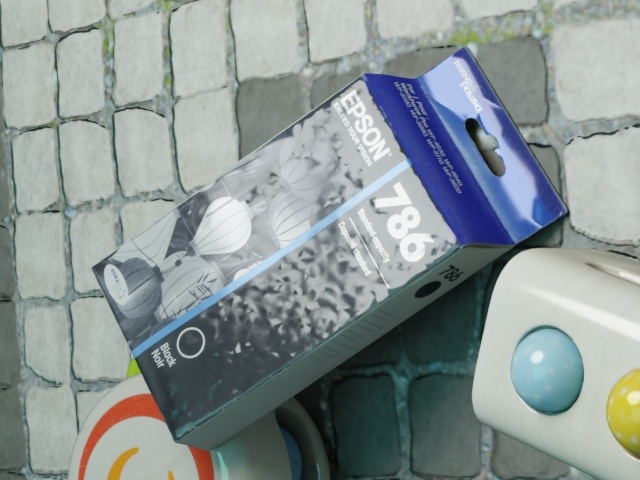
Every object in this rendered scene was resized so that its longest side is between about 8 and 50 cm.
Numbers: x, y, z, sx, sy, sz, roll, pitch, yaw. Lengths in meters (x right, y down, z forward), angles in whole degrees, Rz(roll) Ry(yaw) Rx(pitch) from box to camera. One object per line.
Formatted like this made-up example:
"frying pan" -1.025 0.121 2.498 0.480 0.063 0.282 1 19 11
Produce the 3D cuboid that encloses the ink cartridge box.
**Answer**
"ink cartridge box" 0.000 0.000 1.274 0.333 0.065 0.165 -35 65 12

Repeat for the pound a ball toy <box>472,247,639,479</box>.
"pound a ball toy" 0.237 0.147 1.061 0.319 0.136 0.208 24 108 43

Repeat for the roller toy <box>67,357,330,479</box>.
"roller toy" -0.096 0.204 1.403 0.191 0.146 0.209 32 103 35
